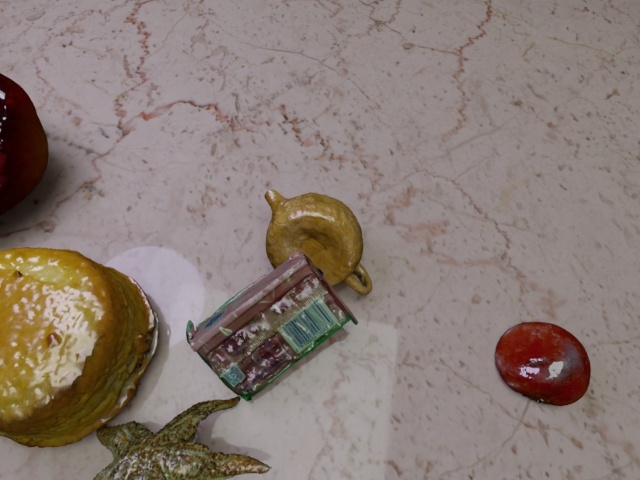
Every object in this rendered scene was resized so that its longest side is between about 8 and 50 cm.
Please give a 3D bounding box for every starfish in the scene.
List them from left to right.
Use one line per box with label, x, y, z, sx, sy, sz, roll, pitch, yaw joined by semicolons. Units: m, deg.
starfish;-0.251;0.358;0.621;0.348;0.358;0.078;-5;109;-14

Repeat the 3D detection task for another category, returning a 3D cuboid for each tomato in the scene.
tomato;0.479;0.248;0.847;0.190;0.099;0.173;21;67;5

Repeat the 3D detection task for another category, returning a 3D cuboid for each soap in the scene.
soap;-0.087;0.163;0.773;0.273;0.098;0.217;-37;99;-5

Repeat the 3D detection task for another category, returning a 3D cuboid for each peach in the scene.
peach;-0.754;-0.184;0.795;0.406;0.310;0.334;-40;113;-10

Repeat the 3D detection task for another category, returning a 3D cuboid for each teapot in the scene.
teapot;0.000;0.000;0.884;0.311;0.203;0.167;40;23;-10

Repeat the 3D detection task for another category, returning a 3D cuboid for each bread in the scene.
bread;-0.494;0.177;0.718;0.359;0.204;0.336;21;70;2
